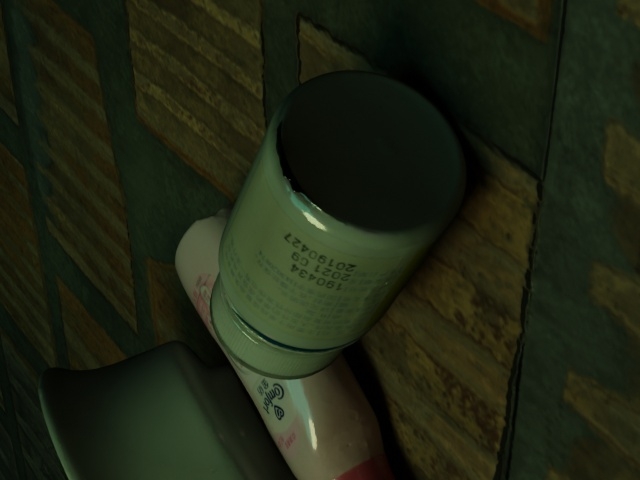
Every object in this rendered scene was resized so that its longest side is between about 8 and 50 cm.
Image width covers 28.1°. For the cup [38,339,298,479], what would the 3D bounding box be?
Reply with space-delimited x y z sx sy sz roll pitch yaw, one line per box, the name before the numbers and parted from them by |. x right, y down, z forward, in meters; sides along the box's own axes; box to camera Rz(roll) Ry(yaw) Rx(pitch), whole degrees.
cup | -0.112 0.233 1.242 0.347 0.163 0.347 58 176 6

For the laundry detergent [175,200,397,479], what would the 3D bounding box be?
laundry detergent | -0.019 0.131 1.140 0.335 0.087 0.159 59 159 17

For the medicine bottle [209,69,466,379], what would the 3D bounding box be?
medicine bottle | 0.000 0.000 0.951 0.143 0.143 0.258 60 151 17
